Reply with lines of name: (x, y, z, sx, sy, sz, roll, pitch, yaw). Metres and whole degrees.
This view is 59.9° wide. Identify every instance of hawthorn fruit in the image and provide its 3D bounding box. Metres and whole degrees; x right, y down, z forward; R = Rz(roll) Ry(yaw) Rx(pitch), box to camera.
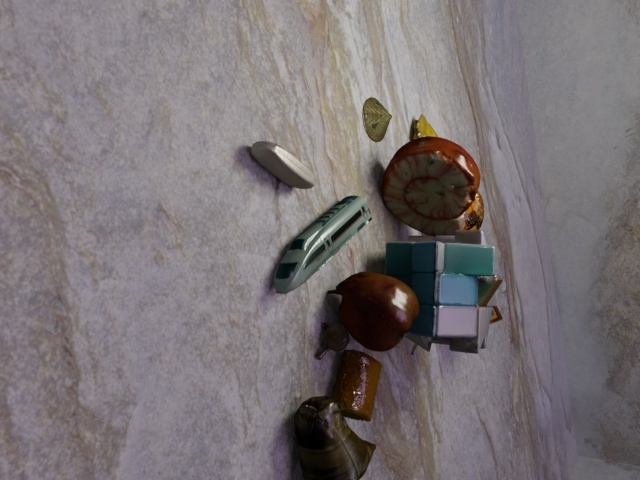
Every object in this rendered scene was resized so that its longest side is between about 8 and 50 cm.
hawthorn fruit: (0.135, 0.185, 1.521, 0.208, 0.248, 0.208, -61, 174, -11)

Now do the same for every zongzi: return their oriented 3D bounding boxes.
zongzi: (0.058, 0.511, 1.458, 0.288, 0.134, 0.285, -20, 106, -51)

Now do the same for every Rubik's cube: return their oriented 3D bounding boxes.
Rubik's cube: (0.367, 0.160, 1.708, 0.368, 0.359, 0.387, 10, 83, -59)

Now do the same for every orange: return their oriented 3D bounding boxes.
orange: (0.487, -0.112, 2.019, 0.235, 0.182, 0.234, 23, 49, -30)

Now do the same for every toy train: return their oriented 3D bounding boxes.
toy train: (0.000, 0.000, 1.465, 0.407, 0.087, 0.088, -43, 121, -46)

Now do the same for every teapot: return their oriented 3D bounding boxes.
teapot: (0.024, 0.277, 1.514, 0.110, 0.085, 0.080, -47, 154, -10)

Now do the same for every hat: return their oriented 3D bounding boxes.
hat: (0.202, -0.393, 1.781, 0.146, 0.067, 0.145, 7, 81, -53)

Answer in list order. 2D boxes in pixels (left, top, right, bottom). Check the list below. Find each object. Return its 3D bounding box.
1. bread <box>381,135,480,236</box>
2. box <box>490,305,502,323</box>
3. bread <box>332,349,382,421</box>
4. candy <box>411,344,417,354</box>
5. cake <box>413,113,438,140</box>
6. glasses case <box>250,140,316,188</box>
bread: (0.344, -0.170, 1.757, 0.327, 0.295, 0.114, 95, 22, -47)
box: (0.545, 0.160, 2.033, 0.193, 0.084, 0.301, 55, 11, -84)
bread: (0.098, 0.405, 1.548, 0.132, 0.103, 0.172, 42, 54, -43)
candy: (0.367, 0.319, 1.967, 0.202, 0.061, 0.061, -56, 130, -28)
cake: (0.389, -0.378, 2.042, 0.185, 0.080, 0.116, 15, 62, -41)
glasses case: (-0.089, -0.183, 1.369, 0.204, 0.081, 0.051, 36, 62, -48)
